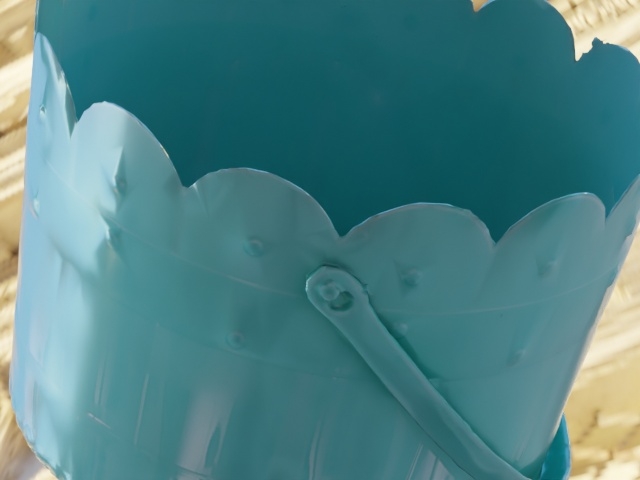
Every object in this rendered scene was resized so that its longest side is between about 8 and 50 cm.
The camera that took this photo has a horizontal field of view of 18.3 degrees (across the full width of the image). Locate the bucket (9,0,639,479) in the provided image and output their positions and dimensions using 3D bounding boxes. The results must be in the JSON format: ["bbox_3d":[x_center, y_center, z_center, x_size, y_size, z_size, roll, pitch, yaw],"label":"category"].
[{"bbox_3d":[0.000,0.000,0.842,0.281,0.281,0.183,12,-63,-2],"label":"bucket"}]
